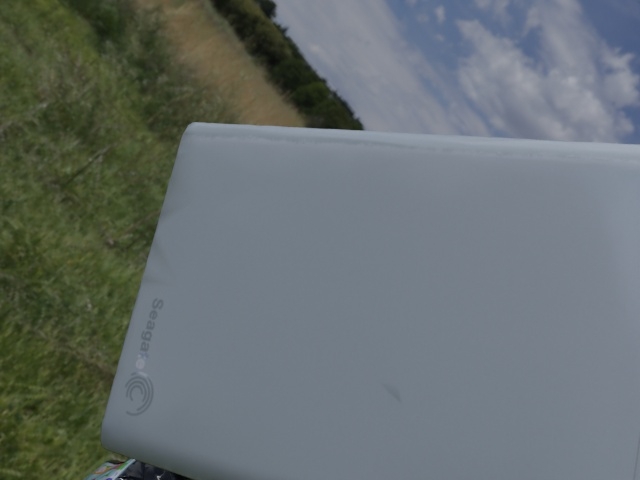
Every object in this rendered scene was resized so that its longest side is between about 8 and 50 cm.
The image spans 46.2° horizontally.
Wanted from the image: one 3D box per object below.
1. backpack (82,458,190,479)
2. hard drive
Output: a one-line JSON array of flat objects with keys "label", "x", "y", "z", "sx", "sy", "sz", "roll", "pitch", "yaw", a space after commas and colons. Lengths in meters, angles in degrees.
[{"label": "backpack", "x": -0.263, "y": 0.411, "z": 0.924, "sx": 0.225, "sy": 0.191, "sz": 0.253, "roll": 61, "pitch": 26, "yaw": -7}, {"label": "hard drive", "x": 0.036, "y": 0.044, "z": 0.385, "sx": 0.307, "sy": 0.203, "sz": 0.040, "roll": 8, "pitch": -12, "yaw": 29}]
